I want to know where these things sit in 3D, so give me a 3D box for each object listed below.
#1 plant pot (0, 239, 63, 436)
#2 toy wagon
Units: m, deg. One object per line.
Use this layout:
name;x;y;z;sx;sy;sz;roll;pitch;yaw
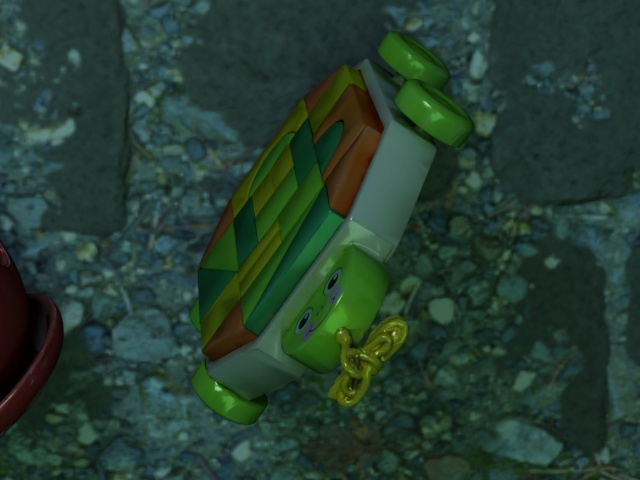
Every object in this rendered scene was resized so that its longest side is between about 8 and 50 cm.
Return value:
plant pot;-0.301;0.064;1.331;0.191;0.191;0.174;-34;117;8
toy wagon;0.000;0.000;1.249;0.068;0.344;0.267;32;106;-15
